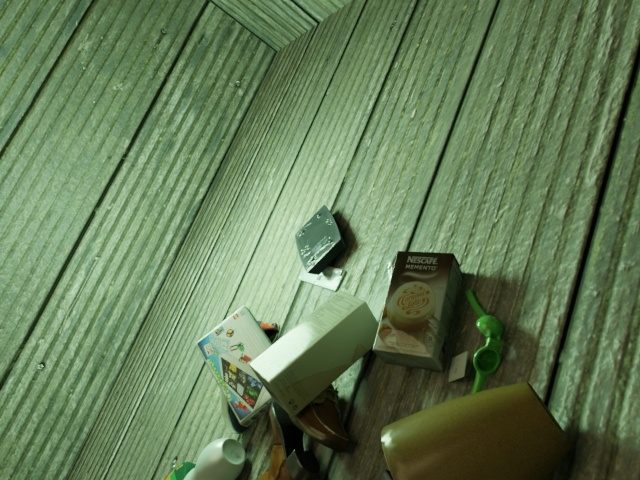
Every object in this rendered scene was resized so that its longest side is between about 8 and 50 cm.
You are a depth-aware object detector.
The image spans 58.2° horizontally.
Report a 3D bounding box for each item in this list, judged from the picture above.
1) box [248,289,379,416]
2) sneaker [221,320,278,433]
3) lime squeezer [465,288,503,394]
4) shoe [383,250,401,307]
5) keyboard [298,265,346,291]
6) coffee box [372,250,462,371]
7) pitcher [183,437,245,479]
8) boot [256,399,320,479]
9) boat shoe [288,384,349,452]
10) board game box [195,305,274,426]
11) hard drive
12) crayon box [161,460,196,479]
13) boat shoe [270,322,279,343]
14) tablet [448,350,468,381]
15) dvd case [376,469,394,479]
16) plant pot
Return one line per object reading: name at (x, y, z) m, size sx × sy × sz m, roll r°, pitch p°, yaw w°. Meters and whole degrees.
box at (-0.007, 0.274, 1.442) m, size 0.311 × 0.121 × 0.148 m, roll -37°, pitch 22°, yaw -17°
sneaker at (-0.204, 0.417, 1.773) m, size 0.148 × 0.131 × 0.350 m, roll -1°, pitch 72°, yaw 19°
lime squeezer at (0.318, 0.219, 1.164) m, size 0.110 × 0.058 × 0.311 m, roll -27°, pitch 42°, yaw 45°
shoe at (0.213, 0.107, 1.448) m, size 0.081 × 0.063 × 0.178 m, roll -17°, pitch 54°, yaw 50°
keyboard at (0.001, 0.111, 1.849) m, size 0.256 × 0.014 × 0.072 m, roll 11°, pitch 77°, yaw 61°
coffee box at (0.222, 0.155, 1.294) m, size 0.141 × 0.098 × 0.247 m, roll 2°, pitch 61°, yaw 29°
pitcher at (-0.305, 0.656, 1.703) m, size 0.207 × 0.125 × 0.178 m, roll -47°, pitch 7°, yaw 26°
boot at (-0.127, 0.593, 1.490) m, size 0.281 × 0.096 × 0.264 m, roll -57°, pitch 43°, yaw 19°
boat shoe at (-0.015, 0.408, 1.459) m, size 0.120 × 0.122 × 0.324 m, roll -56°, pitch 28°, yaw -2°
board game box at (-0.223, 0.366, 1.706) m, size 0.193 × 0.053 × 0.305 m, roll -37°, pitch 58°, yaw -2°
hard drive at (0.000, 0.000, 1.896) m, size 0.172 × 0.054 × 0.255 m, roll -46°, pitch 28°, yaw 13°
crayon box at (-0.481, 0.904, 1.743) m, size 0.363 × 0.106 × 0.313 m, roll -44°, pitch 31°, yaw 26°
boat shoe at (-0.176, 0.325, 1.893) m, size 0.046 × 0.038 × 0.125 m, roll 1°, pitch 64°, yaw 59°
tablet at (0.284, 0.261, 1.189) m, size 0.083 × 0.006 × 0.054 m, roll 112°, pitch 174°, yaw -67°
dvd case at (0.137, 0.594, 1.115) m, size 0.179 × 0.029 × 0.238 m, roll -57°, pitch 27°, yaw 4°
plant pot at (0.271, 0.351, 0.959) m, size 0.254 × 0.237 × 0.237 m, roll -37°, pitch 32°, yaw 11°
